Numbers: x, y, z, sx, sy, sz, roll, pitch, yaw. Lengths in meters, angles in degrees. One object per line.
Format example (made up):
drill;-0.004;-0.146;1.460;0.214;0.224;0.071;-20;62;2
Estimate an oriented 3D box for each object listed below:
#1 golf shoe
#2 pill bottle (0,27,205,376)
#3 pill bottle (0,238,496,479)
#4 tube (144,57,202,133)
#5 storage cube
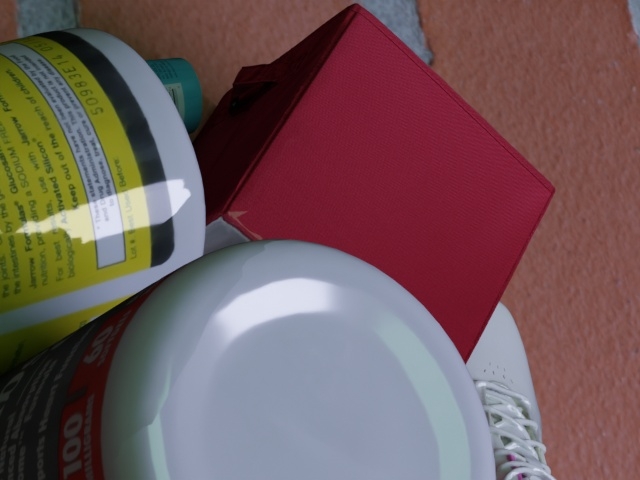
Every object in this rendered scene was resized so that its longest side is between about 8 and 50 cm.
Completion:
golf shoe;0.124;0.168;1.278;0.115;0.140;0.306;16;61;-27
pill bottle;-0.247;0.001;1.050;0.334;0.188;0.188;-18;82;-34
pill bottle;-0.094;0.148;0.989;0.210;0.363;0.210;14;64;-31
tube;-0.177;-0.082;1.230;0.207;0.052;0.080;-10;77;-32
storage cube;0.000;0.000;1.231;0.215;0.184;0.193;41;55;-15
